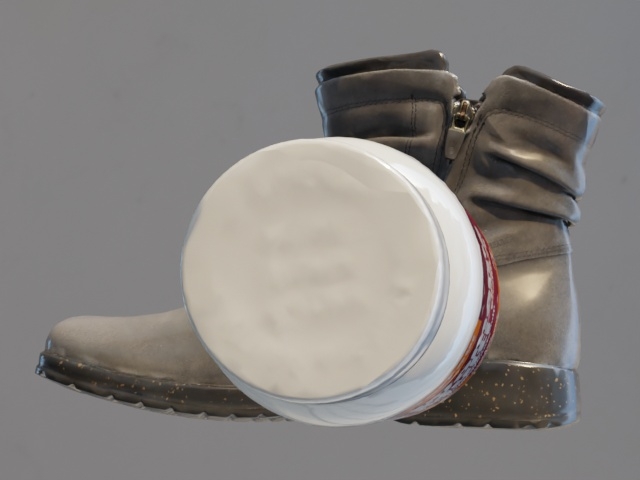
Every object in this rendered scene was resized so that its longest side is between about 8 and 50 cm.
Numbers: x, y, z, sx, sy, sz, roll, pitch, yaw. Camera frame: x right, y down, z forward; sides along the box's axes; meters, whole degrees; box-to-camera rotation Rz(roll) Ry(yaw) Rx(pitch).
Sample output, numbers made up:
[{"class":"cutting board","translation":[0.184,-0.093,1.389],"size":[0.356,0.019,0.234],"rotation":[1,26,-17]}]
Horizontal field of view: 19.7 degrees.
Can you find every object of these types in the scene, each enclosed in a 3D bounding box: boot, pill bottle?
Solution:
[{"class":"boot","translation":[0.000,0.000,1.121],"size":[0.338,0.118,0.222],"rotation":[1,-96,5]},{"class":"pill bottle","translation":[0.013,0.020,0.798],"size":[0.121,0.221,0.121],"rotation":[-1,-94,9]}]
